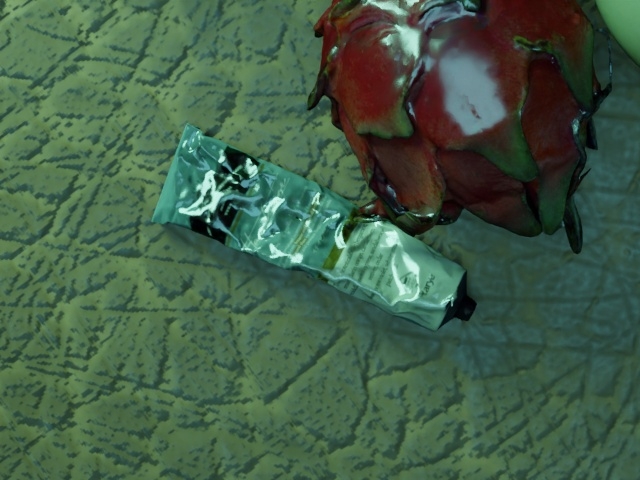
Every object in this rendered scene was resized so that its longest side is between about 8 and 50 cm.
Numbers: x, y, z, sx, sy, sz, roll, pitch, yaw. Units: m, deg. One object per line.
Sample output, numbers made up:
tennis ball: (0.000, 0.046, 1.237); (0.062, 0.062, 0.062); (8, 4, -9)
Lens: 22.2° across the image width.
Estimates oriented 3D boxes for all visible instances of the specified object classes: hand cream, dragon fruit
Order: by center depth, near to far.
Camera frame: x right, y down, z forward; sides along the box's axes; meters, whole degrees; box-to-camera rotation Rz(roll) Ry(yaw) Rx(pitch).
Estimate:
dragon fruit: (0.102, -0.099, 1.113); (0.192, 0.193, 0.274); (-36, 94, -19)
hand cream: (0.000, 0.001, 1.200); (0.248, 0.052, 0.075); (24, 75, 7)

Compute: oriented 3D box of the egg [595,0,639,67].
egg: (0.288, -0.174, 1.077); (0.241, 0.186, 0.186); (28, 99, -20)
